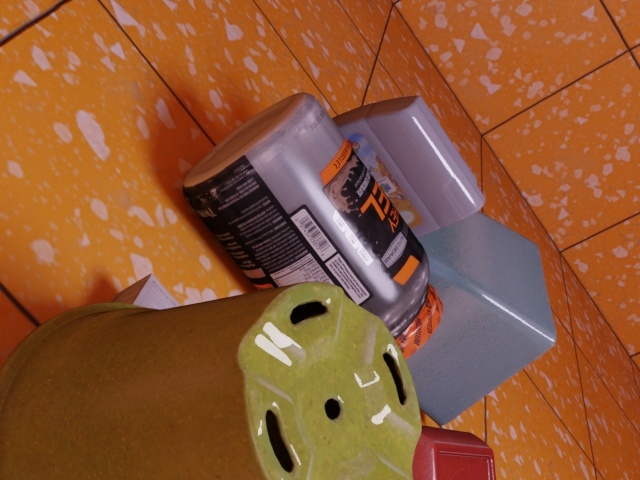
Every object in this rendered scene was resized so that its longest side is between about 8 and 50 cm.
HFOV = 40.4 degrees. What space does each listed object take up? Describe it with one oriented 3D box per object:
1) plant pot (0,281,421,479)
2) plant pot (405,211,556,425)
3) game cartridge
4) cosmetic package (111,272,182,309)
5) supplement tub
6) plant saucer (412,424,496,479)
[{"bbox_3d":[-0.074,0.150,0.664,0.276,0.254,0.276,24,55,-40],"label":"plant pot"},{"bbox_3d":[0.173,0.080,1.342,0.252,0.247,0.248,35,32,-19],"label":"plant pot"},{"bbox_3d":[0.054,-0.076,1.204,0.198,0.297,0.062,49,42,-20],"label":"game cartridge"},{"bbox_3d":[-0.126,0.155,0.868,0.239,0.060,0.099,51,29,-19],"label":"cosmetic package"},{"bbox_3d":[0.000,0.000,1.113,0.338,0.207,0.207,53,25,-17],"label":"supplement tub"},{"bbox_3d":[0.182,0.379,1.159,0.258,0.047,0.259,24,60,-54],"label":"plant saucer"}]
